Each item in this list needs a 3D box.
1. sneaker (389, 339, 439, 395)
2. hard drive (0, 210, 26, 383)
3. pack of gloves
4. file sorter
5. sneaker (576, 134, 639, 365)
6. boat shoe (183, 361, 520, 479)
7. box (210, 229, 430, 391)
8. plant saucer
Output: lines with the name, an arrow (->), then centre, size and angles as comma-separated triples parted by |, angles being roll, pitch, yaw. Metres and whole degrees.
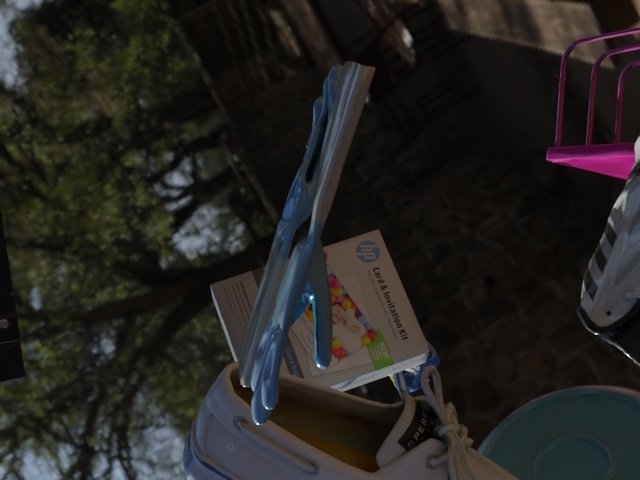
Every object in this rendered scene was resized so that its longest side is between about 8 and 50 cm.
sneaker -> 0.107, 0.130, 1.261 | 0.144, 0.059, 0.053 | 79, 168, -56
hard drive -> -0.393, -0.026, 1.207 | 0.237, 0.064, 0.339 | -156, 58, -69
pack of gloves -> 0.000, 0.000, 0.702 | 0.046, 0.232, 0.195 | 16, -171, -7
file sorter -> 0.506, -0.183, 1.542 | 0.202, 0.290, 0.182 | 2, 85, 53
sneaker -> 0.388, 0.015, 0.934 | 0.169, 0.257, 0.447 | 31, 169, -13
boat shoe -> 0.075, 0.184, 0.919 | 0.367, 0.156, 0.136 | 21, -151, -1
box -> -0.002, 0.084, 1.091 | 0.038, 0.186, 0.145 | 95, 156, -65
plant saucer -> 0.321, 0.295, 1.348 | 0.044, 0.317, 0.317 | 61, 179, -33
